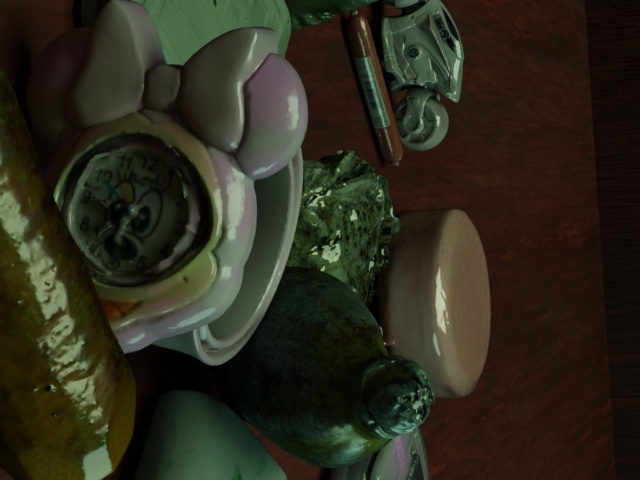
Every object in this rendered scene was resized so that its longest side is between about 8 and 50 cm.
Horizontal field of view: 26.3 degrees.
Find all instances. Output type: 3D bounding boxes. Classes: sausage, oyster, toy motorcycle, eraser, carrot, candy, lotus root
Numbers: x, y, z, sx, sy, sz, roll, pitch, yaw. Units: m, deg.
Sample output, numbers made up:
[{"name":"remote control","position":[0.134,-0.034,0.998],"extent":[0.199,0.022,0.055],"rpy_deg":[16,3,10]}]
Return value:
[{"name":"sausage","position":[0.066,-0.182,1.662],"extent":[0.029,0.029,0.223],"rpy_deg":[-66,145,-49]},{"name":"oyster","position":[0.000,0.000,1.367],"extent":[0.267,0.112,0.198],"rpy_deg":[78,28,-47]},{"name":"toy motorcycle","position":[0.126,-0.240,1.717],"extent":[0.112,0.112,0.254],"rpy_deg":[-18,103,-67]},{"name":"eraser","position":[-0.105,0.260,1.103],"extent":[0.174,0.081,0.227],"rpy_deg":[61,34,-46]},{"name":"carrot","position":[-0.204,0.020,0.861],"extent":[0.114,0.114,0.302],"rpy_deg":[-57,134,-56]},{"name":"candy","position":[0.144,0.082,1.730],"extent":[0.255,0.094,0.255],"rpy_deg":[-3,90,-69]},{"name":"lotus root","position":[-0.008,0.114,1.142],"extent":[0.158,0.140,0.322],"rpy_deg":[66,-11,-16]}]

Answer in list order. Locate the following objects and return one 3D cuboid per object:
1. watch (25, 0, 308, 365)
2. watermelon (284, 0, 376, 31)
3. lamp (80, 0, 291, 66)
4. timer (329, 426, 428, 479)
[{"name":"watch","position":[-0.106,-0.037,1.035],"extent":[0.217,0.211,0.248],"rpy_deg":[17,88,-74]},{"name":"watermelon","position":[0.033,-0.328,1.353],"extent":[0.302,0.264,0.151],"rpy_deg":[22,52,-55]},{"name":"lamp","position":[-0.107,-0.195,1.212],"extent":[0.269,0.047,0.266],"rpy_deg":[62,31,-48]},{"name":"timer","position":[0.071,0.282,1.556],"extent":[0.208,0.069,0.191],"rpy_deg":[-67,149,-50]}]
